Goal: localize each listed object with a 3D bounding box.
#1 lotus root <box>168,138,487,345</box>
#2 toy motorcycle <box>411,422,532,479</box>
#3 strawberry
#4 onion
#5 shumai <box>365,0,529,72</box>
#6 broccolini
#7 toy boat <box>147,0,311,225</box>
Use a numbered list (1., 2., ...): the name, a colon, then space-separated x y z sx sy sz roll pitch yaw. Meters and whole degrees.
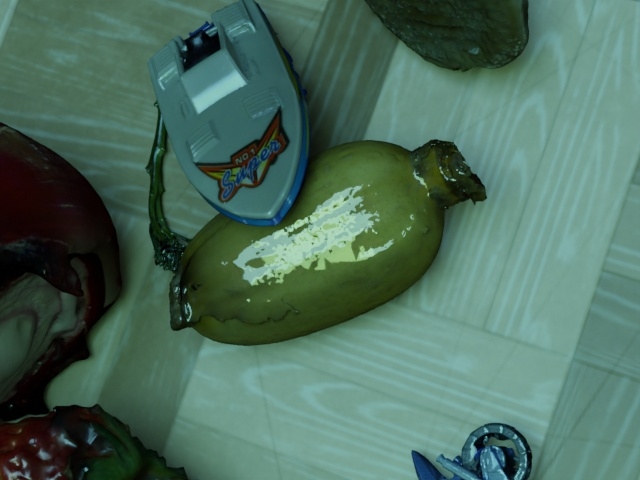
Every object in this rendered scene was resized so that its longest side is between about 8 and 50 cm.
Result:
1. lotus root: 0.002 0.002 1.152 0.303 0.131 0.146 -27 87 9
2. toy motorcycle: 0.150 0.258 1.087 0.114 0.076 0.205 -24 71 17
3. strawberry: -0.224 0.292 1.108 0.288 0.238 0.250 -48 39 10
4. onion: -0.364 0.036 1.153 0.341 0.341 0.341 -4 77 16
5. shumai: 0.135 -0.258 1.179 0.153 0.161 0.209 -43 45 -19
6. broccolini: -0.156 -0.054 1.261 0.052 0.054 0.194 -22 70 30
7. toy boat: -0.074 -0.108 1.154 0.129 0.088 0.295 -31 42 8
